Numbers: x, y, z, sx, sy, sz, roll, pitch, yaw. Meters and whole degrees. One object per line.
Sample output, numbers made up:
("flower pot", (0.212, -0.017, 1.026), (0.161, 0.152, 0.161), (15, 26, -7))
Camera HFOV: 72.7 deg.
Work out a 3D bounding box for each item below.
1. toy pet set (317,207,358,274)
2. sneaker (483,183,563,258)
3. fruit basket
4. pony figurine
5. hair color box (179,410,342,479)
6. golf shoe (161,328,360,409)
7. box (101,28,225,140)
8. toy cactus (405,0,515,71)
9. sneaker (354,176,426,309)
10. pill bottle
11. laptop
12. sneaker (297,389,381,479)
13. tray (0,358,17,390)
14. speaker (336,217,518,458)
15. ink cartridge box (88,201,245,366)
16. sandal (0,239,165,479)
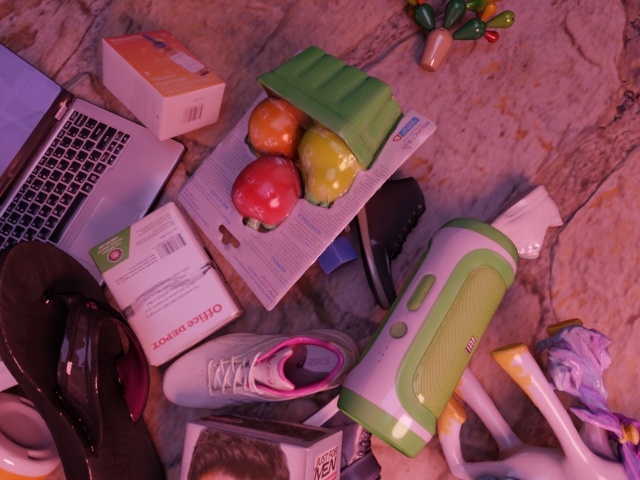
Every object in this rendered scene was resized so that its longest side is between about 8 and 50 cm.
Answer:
("toy pet set", (0.000, 0.000, 0.719), (0.122, 0.065, 0.114), (-29, 75, -4))
("sneaker", (0.305, 0.001, 0.702), (0.212, 0.080, 0.094), (-35, 88, -8))
("fruit basket", (-0.045, -0.116, 0.700), (0.353, 0.165, 0.327), (-52, 55, 6))
("pony figurine", (0.329, 0.296, 0.543), (0.351, 0.303, 0.363), (-26, 76, 29))
("hair color box", (-0.086, 0.427, 0.542), (0.185, 0.113, 0.374), (-1, 78, 25))
("golf shoe", (-0.095, 0.185, 0.638), (0.306, 0.140, 0.115), (-11, 76, 1))
("box", (-0.278, -0.278, 0.769), (0.170, 0.091, 0.130), (43, 48, 12))
("toy cactus", (0.236, -0.406, 0.813), (0.219, 0.112, 0.180), (26, 97, 7))
("sneaker", (0.123, -0.005, 0.704), (0.118, 0.083, 0.222), (-10, 73, 0))
("pill bottle", (-0.517, 0.364, 0.604), (0.152, 0.152, 0.272), (41, 81, 12))
("laptop", (-0.513, -0.117, 0.691), (0.408, 0.236, 0.382), (25, 78, 9))
("sneaker", (0.075, 0.283, 0.620), (0.226, 0.086, 0.163), (-41, 66, 2))
("tray", (-0.502, 0.173, 0.635), (0.270, 0.030, 0.145), (-24, 41, 9))
("speaker", (0.145, 0.116, 0.568), (0.131, 0.131, 0.296), (32, 72, 11))
("ink cartridge box", (-0.238, 0.069, 0.693), (0.153, 0.087, 0.208), (-31, 81, -5))
("sandal", (-0.291, 0.201, 0.594), (0.107, 0.167, 0.445), (-18, 96, 14))
